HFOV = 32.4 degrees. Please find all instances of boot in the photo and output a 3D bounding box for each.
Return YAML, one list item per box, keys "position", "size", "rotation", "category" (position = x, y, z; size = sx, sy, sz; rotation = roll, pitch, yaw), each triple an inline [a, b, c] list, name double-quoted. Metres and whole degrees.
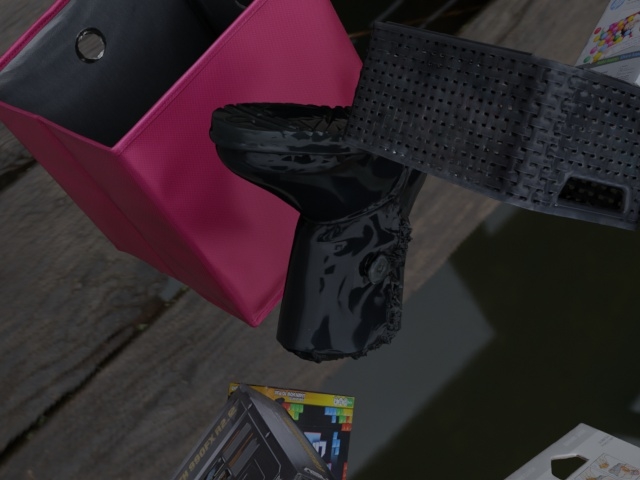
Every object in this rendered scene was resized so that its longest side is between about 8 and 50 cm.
- position: [0.000, 0.000, 0.868]
  size: [0.246, 0.094, 0.207]
  rotation: [-7, 113, -51]
  category: "boot"

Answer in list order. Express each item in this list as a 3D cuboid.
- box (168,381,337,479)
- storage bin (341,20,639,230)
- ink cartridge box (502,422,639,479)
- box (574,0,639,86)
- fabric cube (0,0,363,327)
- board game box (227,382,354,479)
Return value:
- position: [-0.089, 0.250, 0.889]
  size: [0.056, 0.183, 0.231]
  rotation: [36, 91, -23]
  category: "box"
- position: [0.114, -0.075, 0.692]
  size: [0.122, 0.180, 0.084]
  rotation: [8, 103, -38]
  category: "storage bin"
- position: [0.381, 0.337, 1.352]
  size: [0.296, 0.261, 0.066]
  rotation: [-14, 117, -54]
  category: "ink cartridge box"
- position: [0.404, -0.254, 1.431]
  size: [0.038, 0.145, 0.186]
  rotation: [40, 71, -22]
  category: "box"
- position: [-0.120, -0.121, 1.076]
  size: [0.254, 0.259, 0.258]
  rotation: [-51, 135, -16]
  category: "fabric cube"
- position: [-0.033, 0.218, 1.101]
  size: [0.170, 0.048, 0.141]
  rotation: [18, 75, -57]
  category: "board game box"
